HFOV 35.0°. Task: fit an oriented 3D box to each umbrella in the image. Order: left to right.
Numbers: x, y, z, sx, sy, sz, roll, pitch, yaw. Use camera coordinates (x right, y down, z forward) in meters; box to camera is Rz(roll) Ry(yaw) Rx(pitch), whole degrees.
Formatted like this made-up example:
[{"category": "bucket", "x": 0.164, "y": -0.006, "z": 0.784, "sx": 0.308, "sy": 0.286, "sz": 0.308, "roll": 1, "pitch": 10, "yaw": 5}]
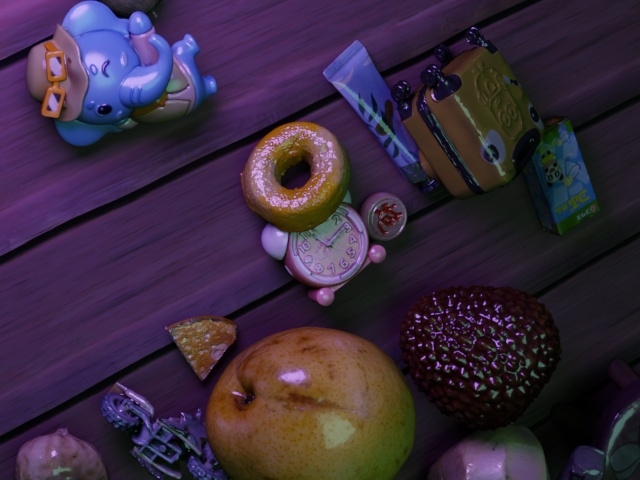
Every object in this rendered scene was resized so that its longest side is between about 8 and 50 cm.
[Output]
[{"category": "umbrella", "x": 0.441, "y": 0.496, "z": 1.865, "sx": 0.073, "sy": 0.067, "sz": 0.337, "roll": -49, "pitch": 159, "yaw": -44}]

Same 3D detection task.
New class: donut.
[{"category": "donut", "x": -0.035, "y": -0.106, "z": 1.559, "sx": 0.162, "sy": 0.065, "sz": 0.178, "roll": 28, "pitch": 78, "yaw": 5}]

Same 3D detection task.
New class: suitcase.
[{"category": "suitcase", "x": 0.235, "y": -0.194, "z": 1.633, "sx": 0.235, "sy": 0.143, "sz": 0.194, "roll": 55, "pitch": 46, "yaw": -12}]

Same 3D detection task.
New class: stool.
[{"category": "stool", "x": 0.589, "y": 0.370, "z": 1.918, "sx": 0.272, "sy": 0.178, "sz": 0.272, "roll": -5, "pitch": 104, "yaw": -23}]

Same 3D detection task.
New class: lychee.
[{"category": "lychee", "x": 0.258, "y": 0.184, "z": 1.706, "sx": 0.271, "sy": 0.271, "sz": 0.271, "roll": -5, "pitch": 103, "yaw": -23}]

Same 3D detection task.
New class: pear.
[{"category": "pear", "x": -0.010, "y": 0.271, "z": 1.558, "sx": 0.314, "sy": 0.314, "sz": 0.314, "roll": -5, "pitch": 103, "yaw": -23}]

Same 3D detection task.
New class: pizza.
[{"category": "pizza", "x": -0.191, "y": 0.170, "z": 1.607, "sx": 0.123, "sy": 0.026, "sz": 0.109, "roll": 1, "pitch": 104, "yaw": -27}]

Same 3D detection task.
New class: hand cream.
[{"category": "hand cream", "x": 0.108, "y": -0.191, "z": 1.650, "sx": 0.091, "sy": 0.058, "sz": 0.271, "roll": -45, "pitch": 112, "yaw": -22}]

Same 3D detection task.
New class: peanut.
[{"category": "peanut", "x": -0.371, "y": 0.374, "z": 1.518, "sx": 0.129, "sy": 0.129, "sz": 0.224, "roll": -28, "pitch": 120, "yaw": -17}]

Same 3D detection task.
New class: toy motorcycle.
[{"category": "toy motorcycle", "x": -0.240, "y": 0.297, "z": 1.574, "sx": 0.229, "sy": 0.130, "sz": 0.094, "roll": 36, "pitch": 106, "yaw": -13}]

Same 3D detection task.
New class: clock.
[{"category": "clock", "x": 0.000, "y": 0.000, "z": 1.628, "sx": 0.166, "sy": 0.093, "sz": 0.162, "roll": -38, "pitch": 105, "yaw": -10}]

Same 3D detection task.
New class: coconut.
[{"category": "coconut", "x": 0.313, "y": 0.434, "z": 1.800, "sx": 0.237, "sy": 0.197, "sz": 0.237, "roll": -3, "pitch": 98, "yaw": -22}]

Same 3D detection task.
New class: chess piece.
[{"category": "chess piece", "x": 0.103, "y": -0.040, "z": 1.688, "sx": 0.083, "sy": 0.038, "sz": 0.084, "roll": -5, "pitch": 101, "yaw": -24}]

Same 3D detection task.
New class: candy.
[{"category": "candy", "x": 0.417, "y": -0.115, "z": 1.800, "sx": 0.097, "sy": 0.062, "sz": 0.194, "roll": -31, "pitch": 112, "yaw": -17}]

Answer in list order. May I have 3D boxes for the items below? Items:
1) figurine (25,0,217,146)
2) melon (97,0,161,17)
[{"category": "figurine", "x": -0.276, "y": -0.238, "z": 1.412, "sx": 0.262, "sy": 0.154, "sz": 0.180, "roll": -16, "pitch": 150, "yaw": -19}, {"category": "melon", "x": -0.276, "y": -0.378, "z": 1.401, "sx": 0.114, "sy": 0.114, "sz": 0.167, "roll": -40, "pitch": 115, "yaw": -12}]
